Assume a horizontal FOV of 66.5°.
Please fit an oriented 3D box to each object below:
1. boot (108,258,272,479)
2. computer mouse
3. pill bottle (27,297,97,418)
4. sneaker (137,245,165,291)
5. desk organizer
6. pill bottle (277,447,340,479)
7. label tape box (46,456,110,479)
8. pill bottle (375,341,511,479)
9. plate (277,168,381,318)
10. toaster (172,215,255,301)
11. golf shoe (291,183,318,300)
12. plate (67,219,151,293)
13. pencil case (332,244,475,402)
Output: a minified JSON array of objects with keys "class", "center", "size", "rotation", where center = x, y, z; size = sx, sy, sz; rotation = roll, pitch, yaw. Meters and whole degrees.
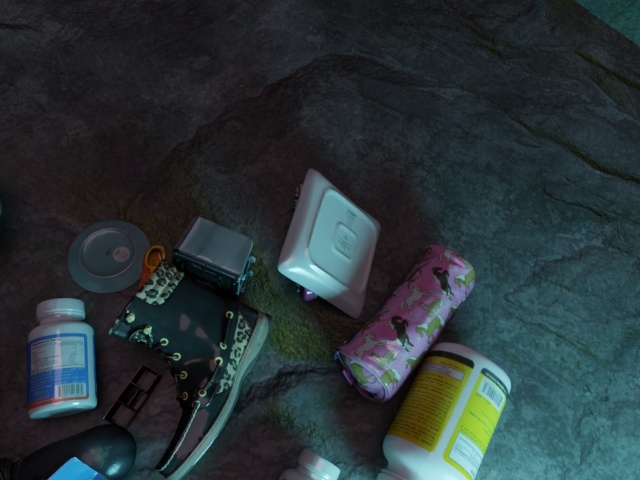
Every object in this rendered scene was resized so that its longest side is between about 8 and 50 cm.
[{"class":"boot","center":[-0.291,0.242,0.978],"size":[0.284,0.138,0.378],"rotation":[36,59,-13]},{"class":"computer mouse","center":[-0.483,0.444,0.911],"size":[0.272,0.072,0.189],"rotation":[-26,71,-11]},{"class":"pill bottle","center":[-0.524,0.236,0.992],"size":[0.124,0.124,0.222],"rotation":[-8,66,-13]},{"class":"sneaker","center":[-0.382,0.094,1.108],"size":[0.064,0.067,0.175],"rotation":[2,66,-30]},{"class":"desk organizer","center":[-0.387,0.325,1.013],"size":[0.047,0.050,0.130],"rotation":[29,64,5]},{"class":"pill bottle","center":[-0.048,0.521,0.942],"size":[0.117,0.118,0.208],"rotation":[30,64,5]},{"class":"label tape box","center":[-0.363,0.536,0.753],"size":[0.115,0.348,0.249],"rotation":[20,54,39]},{"class":"pill bottle","center":[0.246,0.396,1.010],"size":[0.187,0.188,0.334],"rotation":[33,64,6]},{"class":"plate","center":[0.044,0.006,1.152],"size":[0.277,0.045,0.278],"rotation":[35,57,-33]},{"class":"toaster","center":[-0.245,0.048,1.104],"size":[0.185,0.168,0.110],"rotation":[22,60,1]},{"class":"golf shoe","center":[0.000,0.000,1.198],"size":[0.140,0.115,0.307],"rotation":[4,66,-11]},{"class":"plate","center":[-0.496,0.032,1.147],"size":[0.188,0.024,0.188],"rotation":[4,64,-7]},{"class":"pencil case","center":[0.200,0.178,1.117],"size":[0.167,0.160,0.386],"rotation":[31,62,30]}]
